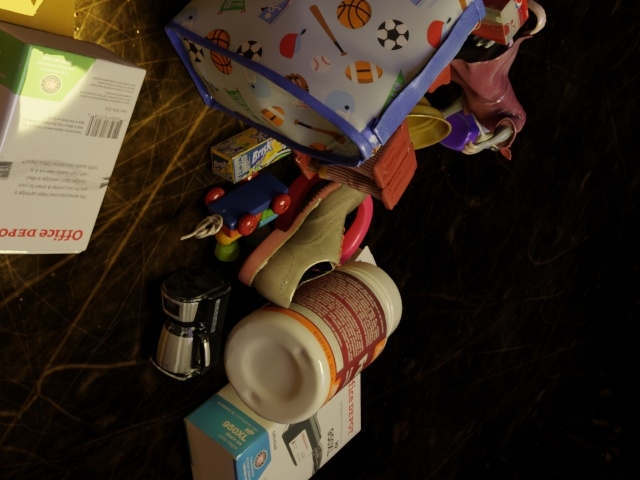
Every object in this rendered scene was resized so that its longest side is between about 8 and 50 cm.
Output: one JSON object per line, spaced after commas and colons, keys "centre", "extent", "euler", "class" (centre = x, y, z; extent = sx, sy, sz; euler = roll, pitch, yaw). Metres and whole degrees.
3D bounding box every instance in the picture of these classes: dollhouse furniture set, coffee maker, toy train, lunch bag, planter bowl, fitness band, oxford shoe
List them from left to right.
{"centre": [-0.232, 0.143, 1.726], "extent": [0.171, 0.120, 0.178], "euler": [-56, 160, -63], "class": "coffee maker"}
{"centre": [-0.171, -0.016, 1.696], "extent": [0.248, 0.105, 0.143], "euler": [-34, 152, -36], "class": "toy train"}
{"centre": [0.000, 0.000, 1.789], "extent": [0.348, 0.130, 0.123], "euler": [-44, 166, -26], "class": "oxford shoe"}
{"centre": [0.008, -0.045, 1.965], "extent": [0.209, 0.054, 0.291], "euler": [-58, 147, 0], "class": "fitness band"}
{"centre": [0.018, -0.307, 1.457], "extent": [0.328, 0.385, 0.239], "euler": [-52, 147, -16], "class": "lunch bag"}
{"centre": [0.117, -0.265, 1.742], "extent": [0.374, 0.201, 0.152], "euler": [-60, 154, -20], "class": "dollhouse furniture set"}
{"centre": [0.158, -0.259, 1.927], "extent": [0.217, 0.217, 0.090], "euler": [17, 65, -58], "class": "planter bowl"}

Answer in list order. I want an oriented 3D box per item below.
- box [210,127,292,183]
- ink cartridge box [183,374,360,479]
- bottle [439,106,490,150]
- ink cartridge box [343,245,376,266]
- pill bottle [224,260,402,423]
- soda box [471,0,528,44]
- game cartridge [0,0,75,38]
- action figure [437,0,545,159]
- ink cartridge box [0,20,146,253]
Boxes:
{"centre": [-0.117, -0.167, 1.680], "extent": [0.169, 0.059, 0.054], "euler": [-32, 137, -38], "class": "box"}
{"centre": [-0.092, 0.407, 2.055], "extent": [0.395, 0.166, 0.286], "euler": [-37, 141, -35], "class": "ink cartridge box"}
{"centre": [0.384, -0.274, 2.252], "extent": [0.282, 0.118, 0.092], "euler": [-11, 127, -50], "class": "bottle"}
{"centre": [0.077, 0.084, 2.146], "extent": [0.104, 0.061, 0.181], "euler": [-50, 147, -18], "class": "ink cartridge box"}
{"centre": [0.001, 0.187, 1.871], "extent": [0.392, 0.224, 0.224], "euler": [-30, 138, -56], "class": "pill bottle"}
{"centre": [0.265, -0.470, 1.795], "extent": [0.083, 0.263, 0.092], "euler": [-51, 147, -17], "class": "soda box"}
{"centre": [-0.440, -0.252, 1.174], "extent": [0.285, 0.052, 0.324], "euler": [-22, 134, -46], "class": "game cartridge"}
{"centre": [0.356, -0.326, 1.978], "extent": [0.275, 0.248, 0.370], "euler": [-38, 134, 2], "class": "action figure"}
{"centre": [-0.371, -0.128, 1.216], "extent": [0.198, 0.114, 0.273], "euler": [1, 115, -56], "class": "ink cartridge box"}
